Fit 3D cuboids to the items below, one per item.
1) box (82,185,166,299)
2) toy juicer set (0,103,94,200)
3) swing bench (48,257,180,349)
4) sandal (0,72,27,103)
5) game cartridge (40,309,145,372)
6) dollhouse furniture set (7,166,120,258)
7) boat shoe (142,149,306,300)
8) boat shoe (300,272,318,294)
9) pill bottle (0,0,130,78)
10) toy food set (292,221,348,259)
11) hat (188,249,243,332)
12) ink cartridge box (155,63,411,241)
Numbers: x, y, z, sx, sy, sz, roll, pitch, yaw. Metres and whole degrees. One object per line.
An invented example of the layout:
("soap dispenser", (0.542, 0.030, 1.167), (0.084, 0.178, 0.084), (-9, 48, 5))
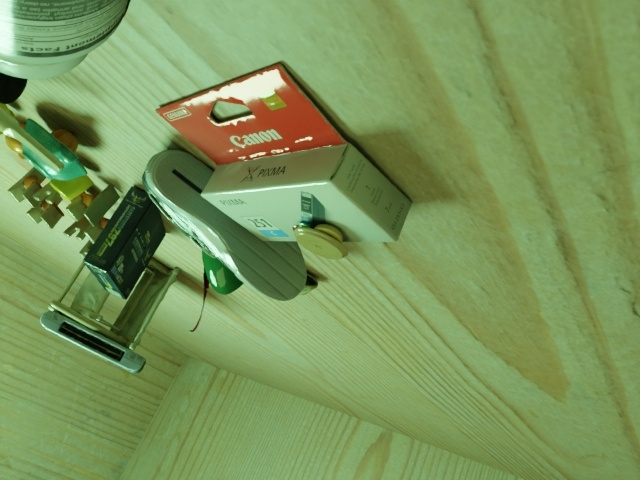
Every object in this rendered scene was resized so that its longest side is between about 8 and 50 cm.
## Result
("box", (-0.409, 0.012, 1.248), (0.059, 0.183, 0.233), (25, 158, 0))
("toy juicer set", (-0.505, -0.187, 1.044), (0.209, 0.089, 0.329), (44, 164, -10))
("swing bench", (-0.572, 0.138, 1.636), (0.254, 0.253, 0.165), (34, 158, -18))
("sandal", (-0.475, -0.275, 0.791), (0.054, 0.097, 0.254), (22, 169, 13))
("game cartridge", (-0.633, 0.292, 1.644), (0.294, 0.060, 0.196), (29, 163, -6))
("dollhouse furniture set", (-0.535, -0.061, 1.357), (0.262, 0.135, 0.259), (14, 145, 28))
("boat shoe", (-0.159, -0.027, 0.998), (0.335, 0.121, 0.119), (46, 161, -19))
("boat shoe", (-0.076, 0.061, 1.166), (0.153, 0.056, 0.048), (32, 149, -19))
("pill bottle", (-0.224, -0.245, 0.442), (0.176, 0.176, 0.318), (33, 158, -18))
("toy food set", (0.000, 0.000, 0.802), (0.082, 0.020, 0.083), (12, 158, 31))
("hat", (-0.219, 0.095, 1.223), (0.173, 0.184, 0.208), (14, 156, 28))
("ink cartridge box", (-0.069, -0.091, 0.782), (0.296, 0.066, 0.261), (0, 148, 49))
